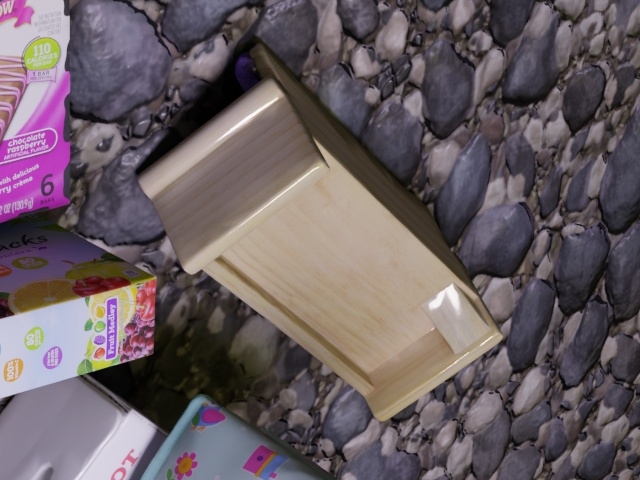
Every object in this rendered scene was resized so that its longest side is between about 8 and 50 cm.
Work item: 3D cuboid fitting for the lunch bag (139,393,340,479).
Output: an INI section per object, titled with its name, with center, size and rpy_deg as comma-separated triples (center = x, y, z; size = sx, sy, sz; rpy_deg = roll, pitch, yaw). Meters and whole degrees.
[lunch bag]
center = -0.066, 0.294, 1.292
size = 0.262, 0.223, 0.160
rpy_deg = -57, 144, -4

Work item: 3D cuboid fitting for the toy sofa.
[toy sofa]
center = 0.000, 0.000, 1.474
size = 0.150, 0.177, 0.362
rpy_deg = -37, 139, 10

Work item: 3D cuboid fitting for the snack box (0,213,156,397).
[snack box]
center = -0.254, 0.049, 1.202
size = 0.207, 0.174, 0.070
rpy_deg = -13, 116, -39

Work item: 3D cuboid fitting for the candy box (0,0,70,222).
[candy box]
center = -0.262, -0.123, 1.176
size = 0.159, 0.071, 0.233
rpy_deg = -18, 123, -37

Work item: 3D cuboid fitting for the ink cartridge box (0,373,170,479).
[ink cartridge box]
center = -0.181, 0.270, 1.432
size = 0.226, 0.131, 0.306
rpy_deg = -53, 136, -9
